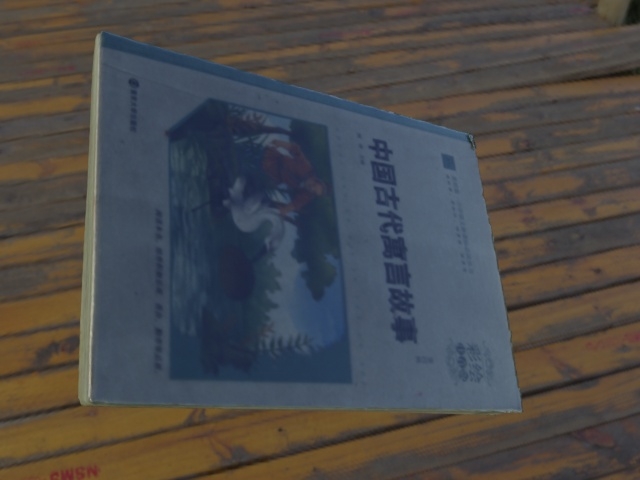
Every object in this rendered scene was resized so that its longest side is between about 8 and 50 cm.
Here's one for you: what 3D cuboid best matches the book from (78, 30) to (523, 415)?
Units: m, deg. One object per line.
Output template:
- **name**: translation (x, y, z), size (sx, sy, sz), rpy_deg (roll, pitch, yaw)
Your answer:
- **book**: translation (0.000, 0.000, 0.439), size (0.283, 0.025, 0.215), rpy_deg (7, 67, -32)
